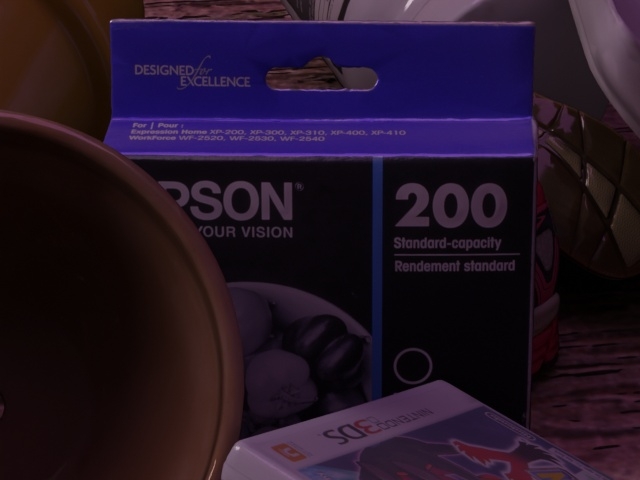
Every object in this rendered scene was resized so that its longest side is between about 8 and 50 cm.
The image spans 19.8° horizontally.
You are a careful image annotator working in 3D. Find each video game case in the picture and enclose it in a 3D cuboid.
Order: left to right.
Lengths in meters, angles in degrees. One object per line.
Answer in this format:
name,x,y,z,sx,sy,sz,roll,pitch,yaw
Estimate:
video game case,0.087,0.122,0.744,0.201,0.023,0.183,29,18,25

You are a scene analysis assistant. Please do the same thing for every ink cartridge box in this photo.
ink cartridge box,0.000,0.000,0.870,0.206,0.208,0.045,0,14,2

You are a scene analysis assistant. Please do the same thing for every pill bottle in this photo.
pill bottle,0.071,-0.156,1.174,0.162,0.162,0.278,-10,33,-15

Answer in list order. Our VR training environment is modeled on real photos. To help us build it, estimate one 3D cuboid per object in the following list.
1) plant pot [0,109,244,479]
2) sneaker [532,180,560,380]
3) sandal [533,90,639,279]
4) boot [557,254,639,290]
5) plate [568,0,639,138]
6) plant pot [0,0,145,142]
plant pot,-0.152,0.068,0.806,0.237,0.237,0.110,-4,-10,-4
sneaker,0.007,-0.024,1.004,0.299,0.112,0.121,20,37,33
sandal,0.114,-0.044,1.005,0.180,0.049,0.072,36,79,20
boot,0.181,0.010,1.008,0.099,0.045,0.121,-7,29,-10
plate,0.220,-0.072,1.006,0.045,0.277,0.278,-41,23,21
plant pot,-0.239,-0.062,0.973,0.254,0.254,0.239,3,47,7
